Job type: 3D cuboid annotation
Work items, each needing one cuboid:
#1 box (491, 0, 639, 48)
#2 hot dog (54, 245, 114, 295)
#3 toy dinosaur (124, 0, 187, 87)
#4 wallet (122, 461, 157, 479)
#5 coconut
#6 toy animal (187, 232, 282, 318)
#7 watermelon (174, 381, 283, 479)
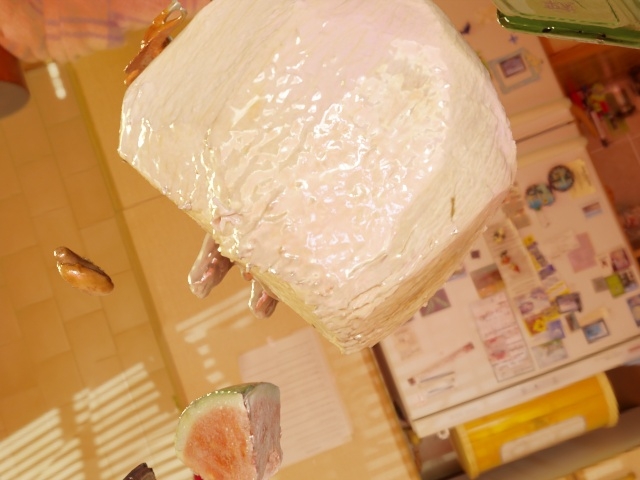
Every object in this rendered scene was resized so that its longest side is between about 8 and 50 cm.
[{"bbox_3d":[0.416,-0.457,0.984,0.329,0.252,0.178,26,-172,41],"label":"box"},{"bbox_3d":[-0.471,0.062,1.262,0.060,0.140,0.090,-56,-151,-2],"label":"hot dog"},{"bbox_3d":[-0.246,-0.284,0.927,0.142,0.057,0.212,-39,-177,0],"label":"toy dinosaur"},{"bbox_3d":[-0.357,0.543,1.165,0.165,0.042,0.309,-46,152,-43],"label":"wallet"},{"bbox_3d":[0.010,-0.078,0.526,0.254,0.297,0.297,-47,176,-5],"label":"coconut"},{"bbox_3d":[0.000,0.000,0.944,0.188,0.266,0.308,-9,150,38],"label":"toy animal"},{"bbox_3d":[-0.175,0.404,1.288,0.310,0.232,0.193,-51,178,21],"label":"watermelon"}]
